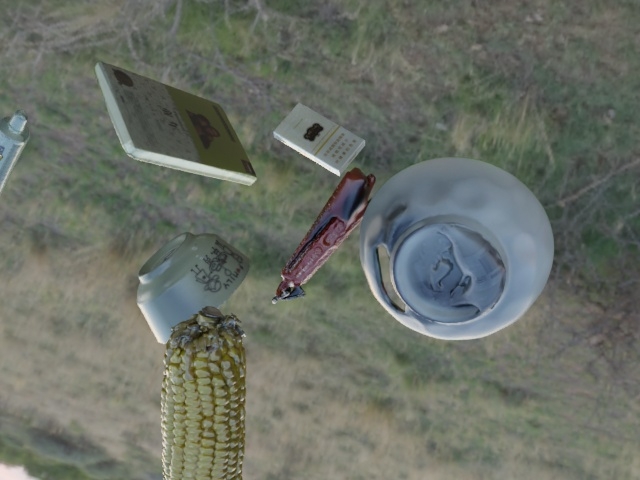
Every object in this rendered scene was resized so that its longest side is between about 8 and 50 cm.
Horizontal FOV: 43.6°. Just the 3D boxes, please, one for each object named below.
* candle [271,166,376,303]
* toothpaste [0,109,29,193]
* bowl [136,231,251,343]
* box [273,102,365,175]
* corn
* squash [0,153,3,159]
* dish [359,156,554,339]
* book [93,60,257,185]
[{"bbox_3d":[0.000,0.000,1.422,0.084,0.302,0.059,31,-163,-26],"label":"candle"},{"bbox_3d":[-0.656,-0.135,1.597,0.099,0.061,0.392,53,131,6],"label":"toothpaste"},{"bbox_3d":[-0.231,0.062,1.361,0.211,0.211,0.112,-11,122,53],"label":"bowl"},{"bbox_3d":[-0.003,-0.205,1.607,0.167,0.090,0.024,32,160,19],"label":"box"},{"bbox_3d":[-0.144,0.238,0.987,0.115,0.318,0.115,2,-171,0],"label":"corn"},{"bbox_3d":[-0.566,-0.101,1.232,0.105,0.132,0.105,29,175,3],"label":"squash"},{"bbox_3d":[0.209,0.035,1.291,0.324,0.124,0.324,6,114,13],"label":"dish"},{"bbox_3d":[-0.298,-0.242,1.676,0.035,0.239,0.352,-41,151,27],"label":"book"}]
